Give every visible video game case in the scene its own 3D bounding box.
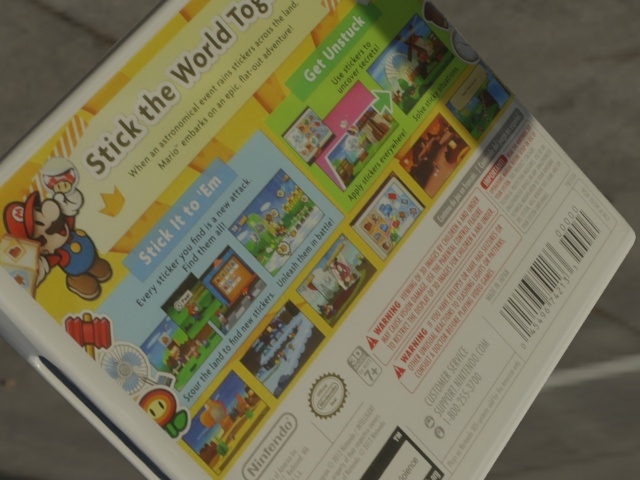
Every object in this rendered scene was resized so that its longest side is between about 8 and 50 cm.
[{"bbox_3d":[0.000,0.000,0.581,0.206,0.227,0.026,47,146,-12],"label":"video game case"}]
